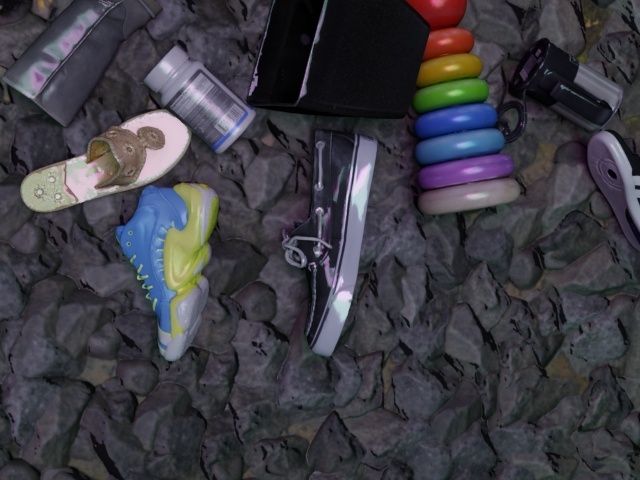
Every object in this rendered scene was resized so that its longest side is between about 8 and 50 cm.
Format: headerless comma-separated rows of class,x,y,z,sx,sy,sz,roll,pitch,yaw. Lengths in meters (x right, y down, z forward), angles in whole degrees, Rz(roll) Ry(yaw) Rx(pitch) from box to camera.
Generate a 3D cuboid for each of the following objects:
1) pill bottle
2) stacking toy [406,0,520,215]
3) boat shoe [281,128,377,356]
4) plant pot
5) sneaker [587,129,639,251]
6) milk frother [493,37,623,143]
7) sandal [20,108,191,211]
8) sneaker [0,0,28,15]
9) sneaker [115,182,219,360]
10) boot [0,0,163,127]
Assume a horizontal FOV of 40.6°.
pill bottle,-0.159,-0.185,1.134,0.137,0.078,0.078,42,86,-12
stacking toy,0.181,-0.205,1.187,0.141,0.141,0.330,-9,92,-11
boat shoe,0.001,0.000,1.171,0.105,0.113,0.306,10,91,-6
plant pot,0.031,-0.243,1.123,0.167,0.188,0.187,13,93,-24
sneaker,0.480,-0.097,1.278,0.121,0.079,0.216,-37,117,-10
milk frother,0.334,-0.188,1.240,0.135,0.129,0.143,27,133,-13
sandal,-0.272,-0.098,1.117,0.240,0.079,0.088,-26,100,-9
sneaker,-0.375,-0.393,1.073,0.086,0.085,0.237,24,94,13
sneaker,-0.212,0.035,1.154,0.126,0.091,0.240,12,94,5
boot,-0.324,-0.275,1.086,0.208,0.076,0.189,-44,116,1
